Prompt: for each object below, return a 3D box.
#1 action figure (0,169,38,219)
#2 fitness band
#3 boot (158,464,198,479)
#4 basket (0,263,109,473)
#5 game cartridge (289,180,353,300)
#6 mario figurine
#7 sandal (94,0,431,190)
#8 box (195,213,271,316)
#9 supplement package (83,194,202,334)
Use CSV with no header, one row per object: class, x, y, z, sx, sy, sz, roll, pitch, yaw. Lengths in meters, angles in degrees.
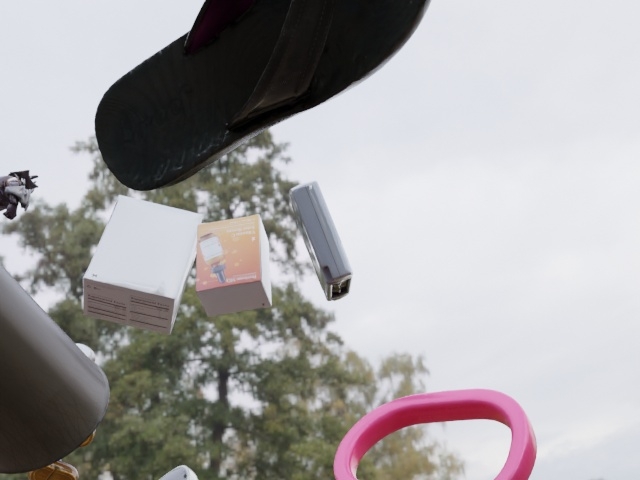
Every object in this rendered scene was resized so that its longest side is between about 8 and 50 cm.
action figure,-0.617,-0.054,1.406,0.185,0.099,0.285,-23,9,36
fitness band,0.152,0.293,1.096,0.291,0.209,0.054,-12,-60,33
boot,-0.173,0.445,1.158,0.088,0.244,0.176,-36,-72,-5
basket,-0.347,0.101,0.789,0.204,0.154,0.226,8,-43,36
game cartridge,0.000,0.000,1.448,0.062,0.198,0.297,-17,-11,-3
mario figurine,-0.446,0.311,1.392,0.198,0.320,0.170,-36,-64,-13
sandal,-0.068,-0.186,0.784,0.446,0.167,0.107,-35,-6,23
box,-0.169,0.048,1.550,0.130,0.170,0.091,-10,-40,4
supplement package,-0.404,0.054,1.822,0.204,0.261,0.145,14,-42,-4
